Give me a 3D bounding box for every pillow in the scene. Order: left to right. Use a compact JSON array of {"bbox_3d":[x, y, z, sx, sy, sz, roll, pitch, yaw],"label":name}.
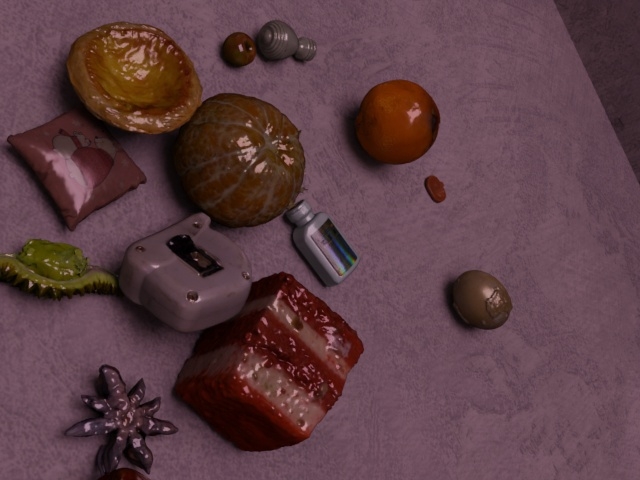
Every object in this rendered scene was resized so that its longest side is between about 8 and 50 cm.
[{"bbox_3d":[-0.510,-0.165,1.577,0.223,0.084,0.236,-39,96,-43],"label":"pillow"}]

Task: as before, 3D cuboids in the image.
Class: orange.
[{"bbox_3d":[-0.183,-0.193,1.754,0.329,0.249,0.329,20,62,-42],"label":"orange"},{"bbox_3d":[0.224,-0.338,2.147,0.246,0.246,0.246,15,66,-36],"label":"orange"}]

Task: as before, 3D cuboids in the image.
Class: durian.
[{"bbox_3d":[-0.536,0.064,1.465,0.375,0.106,0.132,13,61,-41],"label":"durian"}]

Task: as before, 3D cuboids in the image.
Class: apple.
[{"bbox_3d":[-0.212,-0.500,1.953,0.089,0.074,0.090,15,67,-38],"label":"apple"}]

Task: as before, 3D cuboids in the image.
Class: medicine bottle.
[{"bbox_3d":[0.000,0.000,1.951,0.229,0.083,0.121,53,52,-12],"label":"medicine bottle"}]

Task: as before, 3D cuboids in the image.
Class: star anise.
[{"bbox_3d":[-0.398,0.359,1.482,0.229,0.093,0.236,-11,87,-41],"label":"star anise"}]

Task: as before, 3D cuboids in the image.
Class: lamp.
[{"bbox_3d":[-0.091,-0.543,2.059,0.193,0.106,0.106,4,72,-49],"label":"lamp"}]

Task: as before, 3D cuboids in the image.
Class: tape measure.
[{"bbox_3d":[-0.276,0.063,1.587,0.265,0.130,0.258,34,33,18],"label":"tape measure"}]

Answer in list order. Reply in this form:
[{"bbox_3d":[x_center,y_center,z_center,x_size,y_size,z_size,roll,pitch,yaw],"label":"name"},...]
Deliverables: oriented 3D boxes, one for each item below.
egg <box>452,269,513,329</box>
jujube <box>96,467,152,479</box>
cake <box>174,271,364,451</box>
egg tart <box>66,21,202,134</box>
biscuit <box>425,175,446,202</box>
[{"bbox_3d":[0.487,0.179,2.245,0.201,0.164,0.164,49,50,-12],"label":"egg"},{"bbox_3d":[-0.332,0.567,1.402,0.197,0.197,0.290,-46,113,-40],"label":"jujube"},{"bbox_3d":[-0.110,0.274,1.639,0.269,0.270,0.320,44,53,-20],"label":"cake"},{"bbox_3d":[-0.417,-0.345,1.664,0.318,0.128,0.319,15,54,-21],"label":"egg tart"},{"bbox_3d":[0.367,-0.165,2.363,0.078,0.015,0.091,-35,99,-43],"label":"biscuit"}]
